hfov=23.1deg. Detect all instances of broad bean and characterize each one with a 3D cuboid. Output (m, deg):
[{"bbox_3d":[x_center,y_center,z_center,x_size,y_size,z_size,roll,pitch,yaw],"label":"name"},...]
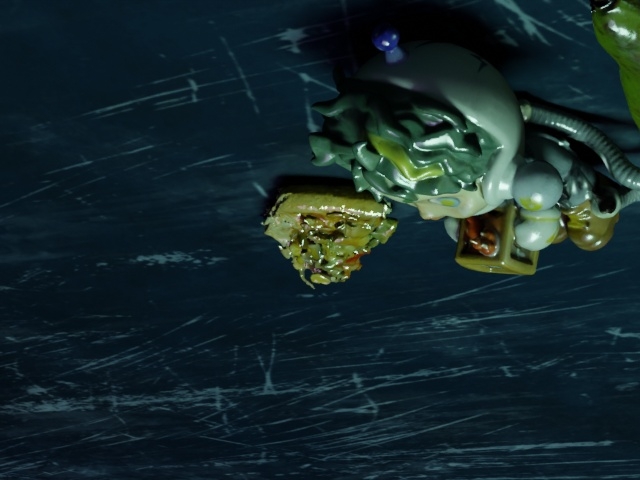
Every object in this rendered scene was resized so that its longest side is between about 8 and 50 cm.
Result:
[{"bbox_3d":[0.319,-0.163,1.504,0.077,0.061,0.339,1,151,27],"label":"broad bean"}]

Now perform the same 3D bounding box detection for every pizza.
[{"bbox_3d":[0.000,0.000,1.875,0.147,0.069,0.226,12,151,-14],"label":"pizza"}]

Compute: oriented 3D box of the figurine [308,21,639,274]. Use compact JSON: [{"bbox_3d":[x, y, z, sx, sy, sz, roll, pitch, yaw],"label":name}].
[{"bbox_3d":[0.151,-0.076,1.586,0.261,0.186,0.382,-4,158,42],"label":"figurine"}]
